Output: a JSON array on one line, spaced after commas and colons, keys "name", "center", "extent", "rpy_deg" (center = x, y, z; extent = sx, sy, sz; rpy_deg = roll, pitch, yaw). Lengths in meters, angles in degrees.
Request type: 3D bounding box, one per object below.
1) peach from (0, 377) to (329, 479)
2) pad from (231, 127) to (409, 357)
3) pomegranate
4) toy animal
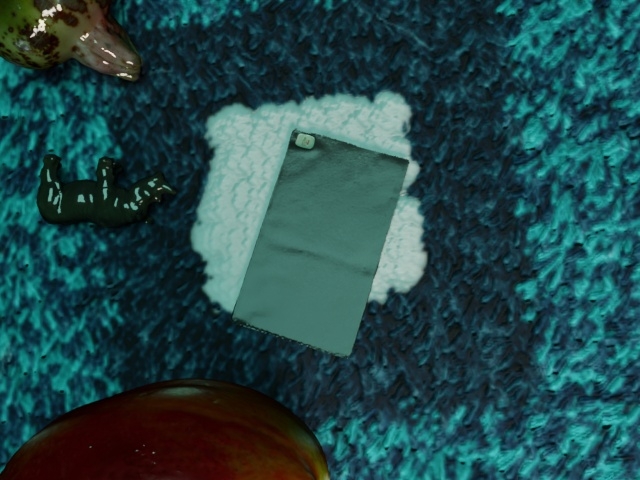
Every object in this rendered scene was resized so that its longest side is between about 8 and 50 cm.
[{"name": "peach", "center": [-0.129, 0.217, 0.701], "extent": [0.274, 0.245, 0.249], "rpy_deg": [-2, 52, 0]}, {"name": "pad", "center": [0.000, 0.000, 0.848], "extent": [0.116, 0.004, 0.193], "rpy_deg": [16, 80, 9]}, {"name": "pomegranate", "center": [-0.238, -0.213, 0.855], "extent": [0.163, 0.125, 0.138], "rpy_deg": [37, 87, 11]}, {"name": "toy animal", "center": [-0.198, -0.044, 0.858], "extent": [0.135, 0.047, 0.065], "rpy_deg": [1, 83, 4]}]
